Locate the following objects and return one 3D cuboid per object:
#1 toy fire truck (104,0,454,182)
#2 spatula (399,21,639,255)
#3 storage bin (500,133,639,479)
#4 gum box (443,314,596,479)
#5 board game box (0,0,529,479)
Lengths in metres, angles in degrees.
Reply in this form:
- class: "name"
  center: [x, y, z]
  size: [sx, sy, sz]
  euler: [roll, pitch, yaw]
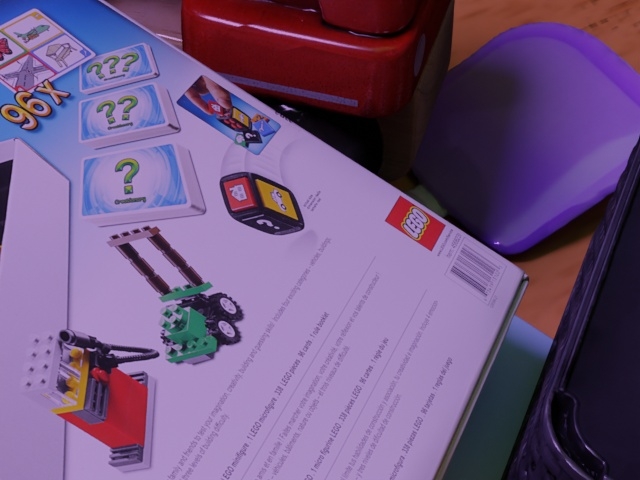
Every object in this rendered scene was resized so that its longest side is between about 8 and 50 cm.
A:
- class: "toy fire truck"
  center: [-0.058, -0.150, 0.569]
  size: [0.217, 0.246, 0.158]
  euler: [12, 47, 11]
- class: "spatula"
  center: [0.000, 0.000, 0.620]
  size: [0.296, 0.030, 0.084]
  euler: [-28, 62, -27]
- class: "storage bin"
  center: [0.134, 0.043, 0.529]
  size: [0.122, 0.084, 0.180]
  euler: [23, 49, 6]
- class: "gum box"
  center: [0.066, 0.112, 0.541]
  size: [0.184, 0.041, 0.157]
  euler: [33, 54, 14]
- class: "board game box"
  center: [-0.072, 0.048, 0.429]
  size: [0.193, 0.053, 0.305]
  euler: [33, 36, 1]
